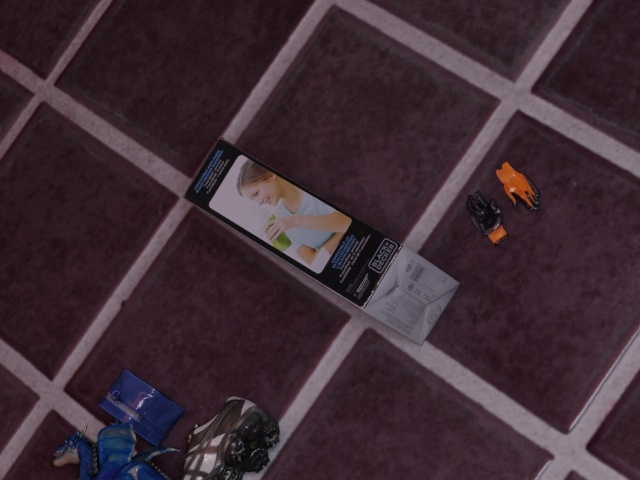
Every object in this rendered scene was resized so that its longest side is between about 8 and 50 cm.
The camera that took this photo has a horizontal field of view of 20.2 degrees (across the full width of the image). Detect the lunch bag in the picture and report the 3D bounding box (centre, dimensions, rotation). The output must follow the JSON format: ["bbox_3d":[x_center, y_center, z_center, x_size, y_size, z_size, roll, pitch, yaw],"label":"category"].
[{"bbox_3d":[-0.217,0.203,2.141,0.067,0.098,0.065,30,83,36],"label":"lunch bag"}]

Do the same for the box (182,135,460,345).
[{"bbox_3d":[0.000,0.000,2.071,0.290,0.169,0.087,32,90,31],"label":"box"}]

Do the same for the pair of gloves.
[{"bbox_3d":[0.210,-0.043,2.070,0.083,0.010,0.074,-43,59,10],"label":"pair of gloves"}]

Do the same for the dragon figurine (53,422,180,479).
[{"bbox_3d":[-0.220,0.263,2.073,0.289,0.085,0.144,-27,43,41],"label":"dragon figurine"}]

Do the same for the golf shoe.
[{"bbox_3d":[-0.131,0.270,2.098,0.198,0.077,0.094,-50,40,0],"label":"golf shoe"}]
